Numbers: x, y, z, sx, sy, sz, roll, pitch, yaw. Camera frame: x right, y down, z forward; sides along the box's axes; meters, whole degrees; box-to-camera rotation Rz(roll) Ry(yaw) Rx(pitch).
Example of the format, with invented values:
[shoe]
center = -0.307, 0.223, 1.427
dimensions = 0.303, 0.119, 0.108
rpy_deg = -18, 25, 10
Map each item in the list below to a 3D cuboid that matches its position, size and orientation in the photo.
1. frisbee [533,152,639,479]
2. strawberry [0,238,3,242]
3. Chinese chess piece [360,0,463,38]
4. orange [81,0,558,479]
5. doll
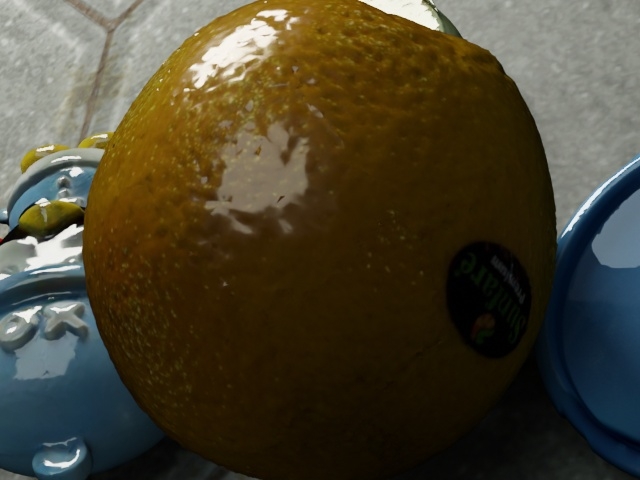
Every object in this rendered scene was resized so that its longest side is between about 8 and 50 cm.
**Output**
[frisbee]
center = 0.232, 0.031, 0.766
dimensions = 0.242, 0.045, 0.242
rpy_deg = -21, 45, 23
[strawberry]
center = -0.259, 0.065, 1.062
dimensions = 0.146, 0.082, 0.187
rpy_deg = -1, 51, 25
[Chinese chess piece]
center = 0.019, -0.091, 0.992
dimensions = 0.188, 0.083, 0.188
rpy_deg = -18, 45, 19
[orange]
center = 0.000, 0.000, 0.789
dimensions = 0.274, 0.274, 0.274
rpy_deg = -19, 47, 21
[doll]
center = -0.167, 0.044, 0.961
dimensions = 0.177, 0.141, 0.314
rpy_deg = -13, 42, 3
